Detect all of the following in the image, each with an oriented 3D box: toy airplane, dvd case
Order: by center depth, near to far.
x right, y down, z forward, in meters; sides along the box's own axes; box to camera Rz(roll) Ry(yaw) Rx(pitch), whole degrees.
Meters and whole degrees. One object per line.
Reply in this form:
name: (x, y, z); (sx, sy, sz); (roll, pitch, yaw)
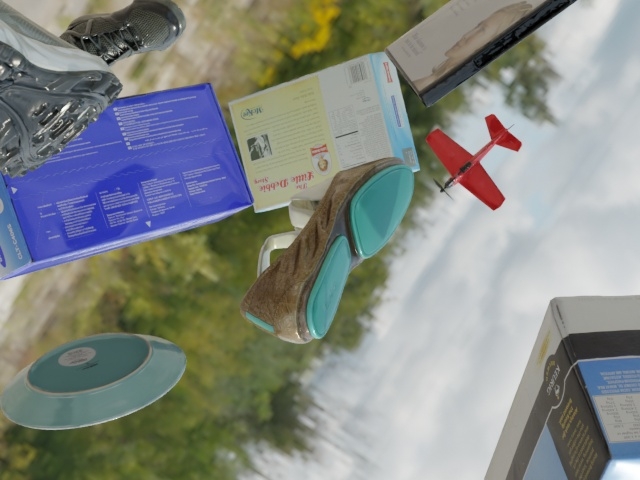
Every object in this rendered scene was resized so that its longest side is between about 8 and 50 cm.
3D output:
dvd case: (0.193, -0.251, 1.625); (0.253, 0.022, 0.180); (-35, -156, 6)
toy airplane: (0.229, -0.119, 2.161); (0.151, 0.151, 0.028); (-57, 174, -7)

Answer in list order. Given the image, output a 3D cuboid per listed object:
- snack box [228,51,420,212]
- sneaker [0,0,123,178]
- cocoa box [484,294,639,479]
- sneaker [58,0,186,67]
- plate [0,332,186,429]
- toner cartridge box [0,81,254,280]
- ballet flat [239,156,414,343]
snack box: (-0.001, -0.164, 2.327); (0.322, 0.187, 0.060); (-13, -179, 44)
sneaker: (-0.211, -0.114, 0.932); (0.100, 0.108, 0.271); (-41, 164, 6)
cocoa box: (0.352, 0.257, 1.704); (0.347, 0.231, 0.228); (101, -18, -44)
sneaker: (-0.294, -0.274, 2.105); (0.227, 0.087, 0.130); (-5, -144, 36)
plate: (-0.227, 0.130, 1.481); (0.188, 0.188, 0.024); (-63, 146, -62)
toner cartridge box: (-0.244, -0.075, 1.733); (0.075, 0.165, 0.347); (-25, 174, 43)
ballet flat: (0.000, 0.000, 1.811); (0.342, 0.124, 0.116); (-57, 145, -44)
